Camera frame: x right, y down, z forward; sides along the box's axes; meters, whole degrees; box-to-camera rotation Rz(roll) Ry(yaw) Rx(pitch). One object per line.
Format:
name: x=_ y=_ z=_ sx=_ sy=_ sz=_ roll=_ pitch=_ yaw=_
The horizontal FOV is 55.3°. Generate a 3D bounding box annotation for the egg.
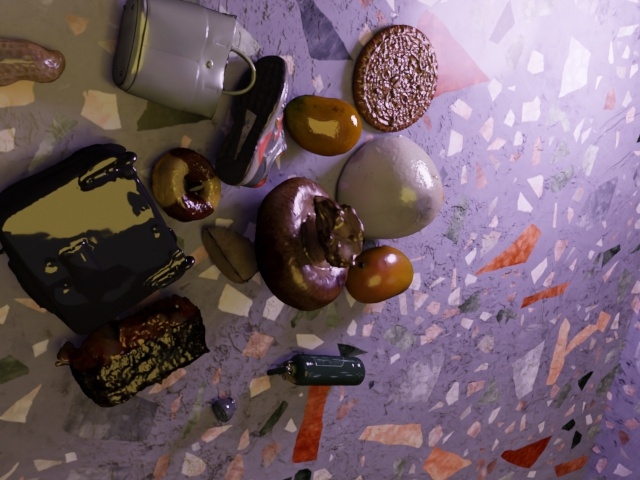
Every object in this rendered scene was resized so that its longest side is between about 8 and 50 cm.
egg: x=0.229 y=-0.137 z=1.759 sx=0.337 sy=0.201 sz=0.337 roll=-13 pitch=114 yaw=-31

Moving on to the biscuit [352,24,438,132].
biscuit: x=0.220 y=-0.451 z=1.720 sx=0.305 sy=0.038 sz=0.305 roll=-14 pitch=116 yaw=-30

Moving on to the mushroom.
mushroom: x=-0.012 y=-0.016 z=1.543 sx=0.356 sy=0.331 sz=0.334 roll=-36 pitch=159 yaw=28

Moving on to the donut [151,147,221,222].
donut: x=-0.309 y=-0.128 z=1.449 sx=0.166 sy=0.073 sz=0.184 roll=-38 pitch=123 yaw=-33

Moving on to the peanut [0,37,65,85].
peanut: x=-0.591 y=-0.341 z=1.169 sx=0.194 sy=0.083 sz=0.093 roll=0 pitch=95 yaw=-34

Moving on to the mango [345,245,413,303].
mango: x=0.187 y=0.100 z=1.869 sx=0.255 sy=0.139 sz=0.175 roll=-12 pitch=128 yaw=-40

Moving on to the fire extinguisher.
fire extinguisher: x=-0.010 y=0.403 z=1.887 sx=0.311 sy=0.114 sz=0.095 roll=12 pitch=63 yaw=-39

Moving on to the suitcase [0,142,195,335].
suitcase: x=-0.493 y=-0.001 z=1.315 sx=0.339 sy=0.188 sz=0.345 roll=-35 pitch=127 yaw=-20

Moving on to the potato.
potato: x=-0.237 y=0.032 z=1.592 sx=0.172 sy=0.089 sz=0.100 roll=52 pitch=51 yaw=-6

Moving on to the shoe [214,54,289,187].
shoe: x=-0.131 y=-0.274 z=1.498 sx=0.171 sy=0.132 sz=0.336 roll=27 pitch=80 yaw=-61

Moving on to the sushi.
sushi: x=-0.450 y=0.259 z=1.472 sx=0.343 sy=0.196 sz=0.181 roll=-25 pitch=103 yaw=-31

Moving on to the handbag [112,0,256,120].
handbag: x=-0.289 y=-0.401 z=1.353 sx=0.315 sy=0.109 sz=0.241 roll=4 pitch=107 yaw=-41

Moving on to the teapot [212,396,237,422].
teapot: x=-0.274 y=0.490 z=1.762 sx=0.057 sy=0.066 sz=0.088 roll=-30 pitch=148 yaw=-42

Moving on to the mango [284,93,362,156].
mango: x=0.004 y=-0.296 z=1.586 sx=0.221 sy=0.120 sz=0.151 roll=2 pitch=105 yaw=-28
